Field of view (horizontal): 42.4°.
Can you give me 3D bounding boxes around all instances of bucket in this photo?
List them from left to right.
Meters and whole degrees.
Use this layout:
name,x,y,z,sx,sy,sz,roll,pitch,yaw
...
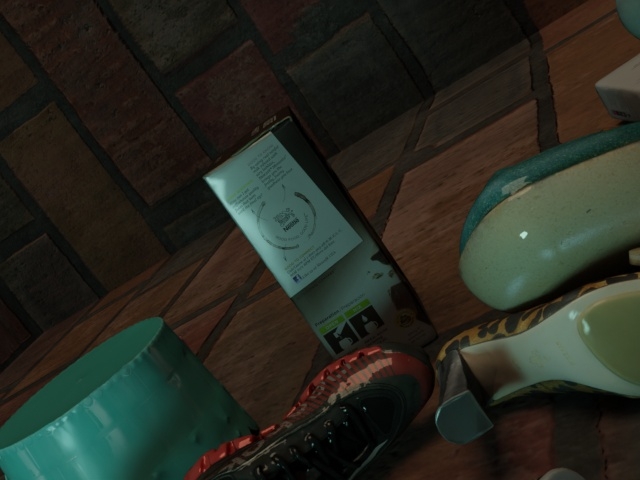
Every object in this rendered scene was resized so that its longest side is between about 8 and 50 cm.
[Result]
name,x,y,z,sx,sy,sz,roll,pitch,yaw
bucket,-0.232,0.233,0.966,0.281,0.183,0.281,-32,11,7

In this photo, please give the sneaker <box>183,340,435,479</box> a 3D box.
name,x,y,z,sx,sy,sz,roll,pitch,yaw
sneaker,-0.009,0.196,0.731,0.276,0.097,0.135,-36,12,6

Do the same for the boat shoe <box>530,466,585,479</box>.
name,x,y,z,sx,sy,sz,roll,pitch,yaw
boat shoe,0.119,0.201,0.515,0.142,0.049,0.040,-40,-6,-27

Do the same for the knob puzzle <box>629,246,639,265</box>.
name,x,y,z,sx,sy,sz,roll,pitch,yaw
knob puzzle,0.318,0.000,0.578,0.213,0.030,0.213,-5,7,1

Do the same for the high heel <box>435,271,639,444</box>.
name,x,y,z,sx,sy,sz,roll,pitch,yaw
high heel,0.212,0.073,0.674,0.261,0.093,0.186,-25,1,12

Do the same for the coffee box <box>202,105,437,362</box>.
name,x,y,z,sx,sy,sz,roll,pitch,yaw
coffee box,0.000,0.000,0.968,0.119,0.297,0.168,-34,13,6

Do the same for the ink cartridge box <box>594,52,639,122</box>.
name,x,y,z,sx,sy,sz,roll,pitch,yaw
ink cartridge box,0.547,-0.246,1.004,0.324,0.071,0.330,-33,16,3

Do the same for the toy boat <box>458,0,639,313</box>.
name,x,y,z,sx,sy,sz,roll,pitch,yaw
toy boat,0.246,-0.072,0.665,0.268,0.148,0.318,-15,-29,-16

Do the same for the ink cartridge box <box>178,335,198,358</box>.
name,x,y,z,sx,sy,sz,roll,pitch,yaw
ink cartridge box,-0.300,0.259,1.203,0.273,0.114,0.197,-40,14,-19
